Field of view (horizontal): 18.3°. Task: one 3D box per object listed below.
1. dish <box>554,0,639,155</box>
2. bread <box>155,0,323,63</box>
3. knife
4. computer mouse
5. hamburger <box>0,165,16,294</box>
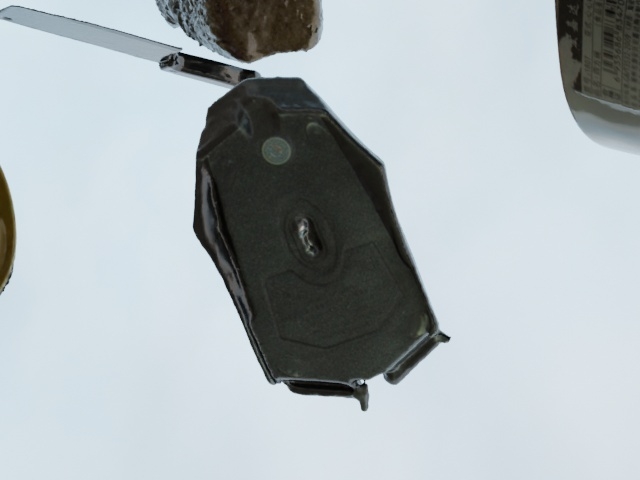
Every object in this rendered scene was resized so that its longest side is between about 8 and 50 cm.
[{"bbox_3d":[0.244,-0.154,1.087,0.117,0.256,0.256,24,-67,38],"label":"dish"},{"bbox_3d":[-0.084,-0.249,1.674,0.416,0.113,0.165,-136,-147,-76],"label":"bread"},{"bbox_3d":[-0.152,-0.162,1.675,0.072,0.245,0.019,-2,-103,63],"label":"knife"},{"bbox_3d":[-0.002,0.000,1.260,0.126,0.071,0.231,-21,-71,10],"label":"computer mouse"},{"bbox_3d":[-0.302,-0.008,1.363,0.137,0.175,0.175,-10,-89,29],"label":"hamburger"}]
